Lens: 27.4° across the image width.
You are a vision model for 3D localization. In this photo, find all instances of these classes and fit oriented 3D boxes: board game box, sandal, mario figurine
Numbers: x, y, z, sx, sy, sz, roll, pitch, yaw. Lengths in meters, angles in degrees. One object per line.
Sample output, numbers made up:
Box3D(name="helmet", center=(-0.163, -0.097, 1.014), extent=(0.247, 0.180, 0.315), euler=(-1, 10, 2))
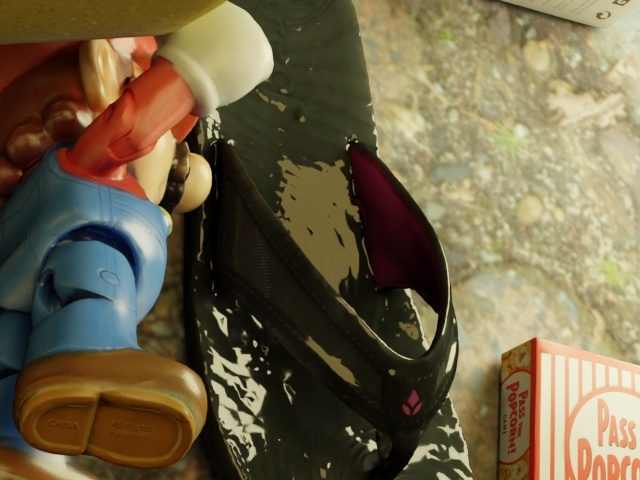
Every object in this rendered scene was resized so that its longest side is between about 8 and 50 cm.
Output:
Box3D(name="board game box", center=(0.186, 0.174, 0.854), extent=(0.147, 0.045, 0.193), euler=(15, 63, -22))
Box3D(name="sandal", center=(-0.002, -0.001, 0.790), extent=(0.167, 0.107, 0.446), euler=(-5, 72, -30))
Box3D(name="mario figurine", center=(-0.098, 0.000, 0.688), extent=(0.198, 0.170, 0.320), euler=(-16, 45, 10))

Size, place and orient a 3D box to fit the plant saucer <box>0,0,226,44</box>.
Box3D(name="plant saucer", center=(-0.212, -0.185, 0.679), extent=(0.333, 0.081, 0.333), euler=(-6, 37, -17))

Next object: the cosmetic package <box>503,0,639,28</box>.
Box3D(name="cosmetic package", center=(0.096, -0.302, 0.946), extent=(0.365, 0.155, 0.197), euler=(9, 66, -26))
